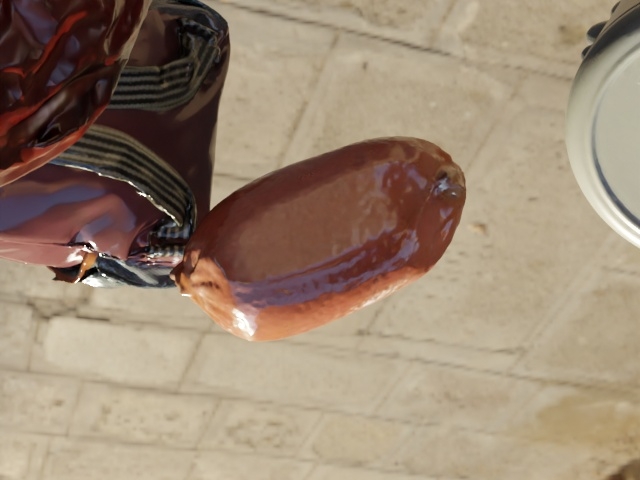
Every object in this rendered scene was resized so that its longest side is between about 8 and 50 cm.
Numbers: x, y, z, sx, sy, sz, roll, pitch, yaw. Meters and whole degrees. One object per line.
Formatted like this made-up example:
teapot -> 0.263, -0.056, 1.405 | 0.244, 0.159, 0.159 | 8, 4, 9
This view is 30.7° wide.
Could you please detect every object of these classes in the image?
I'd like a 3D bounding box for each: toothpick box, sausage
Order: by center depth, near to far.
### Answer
toothpick box -> 0.311, -0.138, 0.896 | 0.229, 0.316, 0.229 | 12, 123, 19
sausage -> 0.000, 0.000, 0.983 | 0.255, 0.148, 0.148 | -19, 147, -17

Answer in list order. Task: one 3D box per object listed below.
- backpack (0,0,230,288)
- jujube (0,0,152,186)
backpack -> -0.233, -0.104, 1.030 | 0.317, 0.283, 0.197 | 9, 175, -44
jujube -> -0.161, -0.139, 0.528 | 0.197, 0.290, 0.197 | 16, 142, 13
